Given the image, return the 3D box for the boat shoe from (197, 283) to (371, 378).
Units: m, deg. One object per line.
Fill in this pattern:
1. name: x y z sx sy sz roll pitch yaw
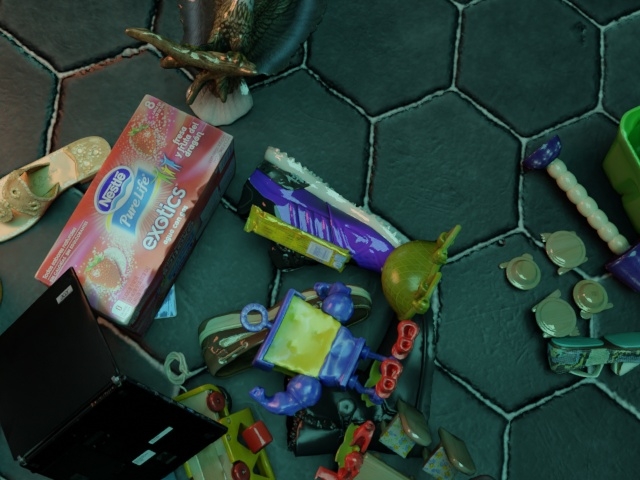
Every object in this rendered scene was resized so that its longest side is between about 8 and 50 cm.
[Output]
1. boat shoe: -0.044 0.141 1.107 0.257 0.095 0.095 -16 54 1

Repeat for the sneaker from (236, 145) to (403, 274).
1. sneaker: 0.000 0.000 1.152 0.293 0.102 0.146 37 85 6

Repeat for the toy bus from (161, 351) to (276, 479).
1. toy bus: -0.138 0.273 1.073 0.191 0.104 0.202 26 105 27

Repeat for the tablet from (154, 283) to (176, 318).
1. tablet: -0.246 0.076 1.153 0.054 0.006 0.083 -6 80 -6

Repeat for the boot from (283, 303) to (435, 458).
1. boot: 0.054 0.192 1.111 0.207 0.094 0.247 6 84 -8

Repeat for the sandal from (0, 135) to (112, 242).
1. sandal: -0.420 -0.087 1.132 0.240 0.079 0.088 -35 84 -11

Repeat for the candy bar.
1. candy bar: -0.032 -0.001 1.096 0.161 0.018 0.040 24 102 2

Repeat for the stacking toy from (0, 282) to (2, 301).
1. stacking toy: -0.602 0.158 1.040 0.279 0.130 0.309 1 78 -6

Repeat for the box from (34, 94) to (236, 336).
1. box: -0.250 -0.031 1.096 0.142 0.154 0.300 27 77 3

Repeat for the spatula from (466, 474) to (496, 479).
1. spatula: 0.090 0.362 0.963 0.296 0.030 0.084 -32 80 15

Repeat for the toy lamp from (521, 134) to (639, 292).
1. toy lamp: 0.429 -0.038 1.203 0.080 0.080 0.275 -38 84 -11

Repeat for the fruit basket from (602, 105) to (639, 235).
1. fruit basket: 0.624 -0.072 1.083 0.283 0.392 0.392 -23 82 -10

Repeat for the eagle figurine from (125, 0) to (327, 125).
1. eagle figurine: -0.126 -0.350 1.182 0.226 0.225 0.298 49 38 -34

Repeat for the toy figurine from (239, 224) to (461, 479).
1. toy figurine: 0.007 0.107 0.986 0.217 0.191 0.363 23 74 5

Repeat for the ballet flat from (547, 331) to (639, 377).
1. ballet flat: 0.436 0.177 1.175 0.188 0.070 0.070 -1 79 -4

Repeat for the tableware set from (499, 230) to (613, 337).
1. tableware set: 0.372 0.067 1.196 0.141 0.020 0.169 -21 71 -14

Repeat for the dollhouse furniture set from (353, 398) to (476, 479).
1. dollhouse furniture set: 0.138 0.380 1.013 0.242 0.161 0.212 34 101 -10

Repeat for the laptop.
1. laptop: -0.296 0.207 1.024 0.264 0.137 0.234 35 119 -29
